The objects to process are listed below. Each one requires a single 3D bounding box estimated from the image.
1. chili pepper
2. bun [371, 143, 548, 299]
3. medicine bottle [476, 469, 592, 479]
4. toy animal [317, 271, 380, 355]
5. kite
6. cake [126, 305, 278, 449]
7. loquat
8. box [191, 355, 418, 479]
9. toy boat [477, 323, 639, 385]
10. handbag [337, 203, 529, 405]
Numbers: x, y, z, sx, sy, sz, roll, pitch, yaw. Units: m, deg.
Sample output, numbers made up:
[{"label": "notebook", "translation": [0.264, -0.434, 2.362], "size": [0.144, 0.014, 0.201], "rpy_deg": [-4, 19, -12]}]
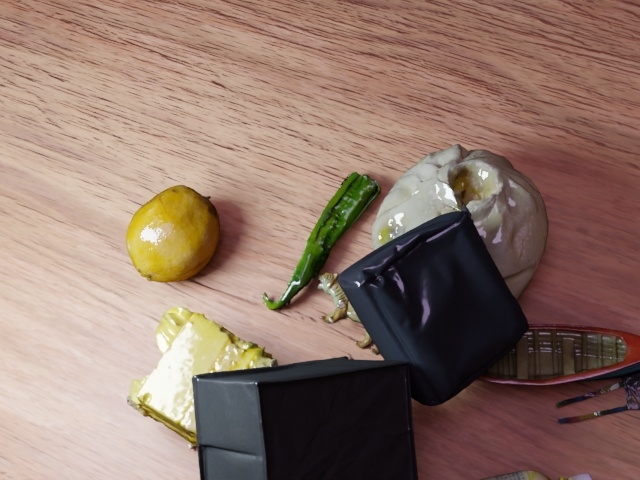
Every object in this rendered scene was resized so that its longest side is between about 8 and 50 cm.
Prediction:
[{"label": "chili pepper", "translation": [0.000, 0.001, 2.053], "size": [0.085, 0.076, 0.359], "rpy_deg": [32, 73, 19]}, {"label": "bun", "translation": [0.279, -0.029, 1.932], "size": [0.365, 0.219, 0.365], "rpy_deg": [-6, 64, 13]}, {"label": "medicine bottle", "translation": [0.386, 0.472, 1.727], "size": [0.212, 0.122, 0.122], "rpy_deg": [-13, 63, 4]}, {"label": "toy animal", "translation": [0.074, 0.152, 1.974], "size": [0.241, 0.057, 0.099], "rpy_deg": [33, 75, 23]}, {"label": "kite", "translation": [0.575, 0.276, 1.846], "size": [0.285, 0.015, 0.152], "rpy_deg": [-14, 61, 3]}, {"label": "cake", "translation": [-0.225, 0.280, 1.880], "size": [0.286, 0.222, 0.227], "rpy_deg": [25, 70, 20]}, {"label": "loquat", "translation": [-0.309, -0.016, 2.051], "size": [0.176, 0.187, 0.234], "rpy_deg": [25, 63, 31]}, {"label": "box", "translation": [-0.021, 0.344, 1.683], "size": [0.345, 0.204, 0.251], "rpy_deg": [-3, 89, -36]}, {"label": "toy boat", "translation": [0.446, 0.226, 1.844], "size": [0.392, 0.079, 0.136], "rpy_deg": [-3, 52, 14]}, {"label": "handbag", "translation": [0.211, 0.114, 1.798], "size": [0.275, 0.178, 0.302], "rpy_deg": [-36, 102, -17]}]
